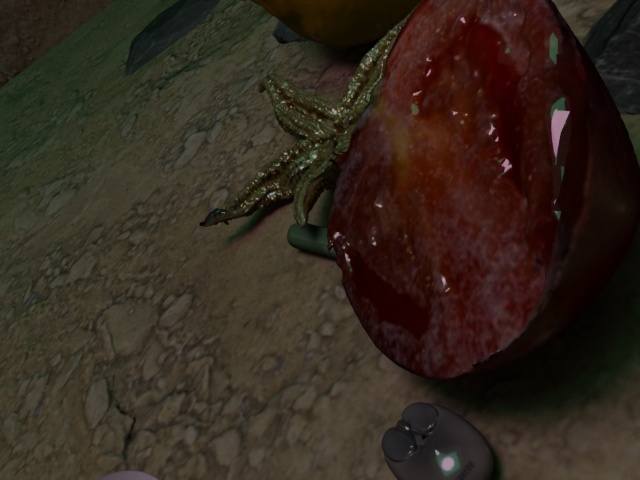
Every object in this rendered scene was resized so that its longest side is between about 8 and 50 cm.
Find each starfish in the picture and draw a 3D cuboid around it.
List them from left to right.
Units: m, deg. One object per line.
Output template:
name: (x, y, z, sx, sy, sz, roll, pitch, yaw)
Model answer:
starfish: (0.027, -0.134, 0.819, 0.358, 0.078, 0.347, -8, 46, 37)

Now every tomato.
tomato: (0.147, -0.042, 0.540, 0.309, 0.170, 0.308, -19, 68, 58)

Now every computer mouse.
computer mouse: (0.080, 0.151, 0.498, 0.066, 0.039, 0.096, -47, 35, -10)

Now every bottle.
bottle: (0.000, 0.000, 0.741, 0.083, 0.030, 0.030, 14, 62, 48)

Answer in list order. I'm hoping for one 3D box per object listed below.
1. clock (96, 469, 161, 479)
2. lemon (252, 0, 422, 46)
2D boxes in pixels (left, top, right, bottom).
clock: (-0.168, 0.290, 0.551, 0.197, 0.068, 0.196, -25, 38, 21)
lemon: (0.036, -0.435, 0.929, 0.348, 0.348, 0.348, -24, 38, 21)
